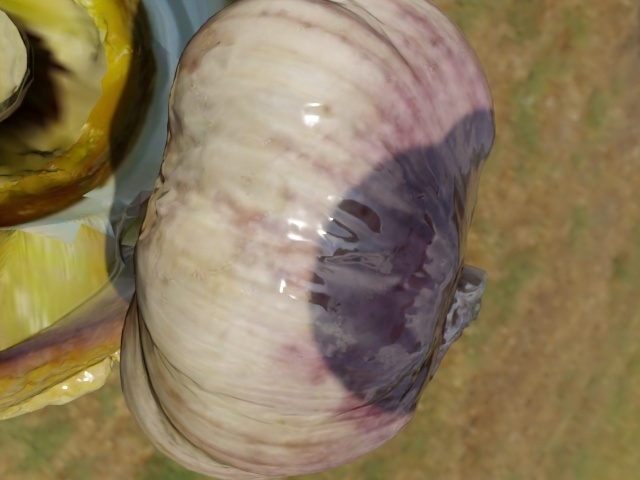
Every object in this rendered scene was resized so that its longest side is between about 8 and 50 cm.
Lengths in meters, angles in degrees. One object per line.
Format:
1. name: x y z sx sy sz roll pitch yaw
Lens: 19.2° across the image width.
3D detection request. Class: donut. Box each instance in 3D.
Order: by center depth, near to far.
1. donut: -0.157 -0.071 0.765 0.330 0.160 0.330 3 83 -30

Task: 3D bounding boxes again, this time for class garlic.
1. garlic: 0.000 0.000 0.553 0.147 0.102 0.159 -70 177 -62
